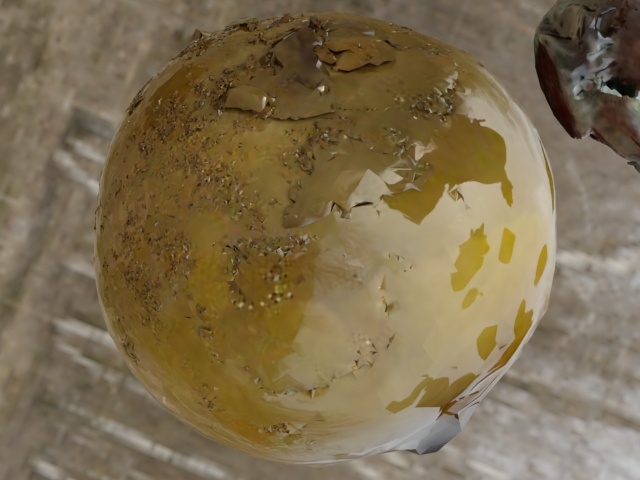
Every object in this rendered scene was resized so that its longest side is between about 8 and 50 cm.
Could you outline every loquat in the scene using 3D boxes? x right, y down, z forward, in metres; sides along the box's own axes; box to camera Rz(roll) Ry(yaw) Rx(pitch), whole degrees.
[{"bbox_3d":[0.000,0.000,0.834,0.235,0.235,0.235,-158,-90,-89],"label":"loquat"}]

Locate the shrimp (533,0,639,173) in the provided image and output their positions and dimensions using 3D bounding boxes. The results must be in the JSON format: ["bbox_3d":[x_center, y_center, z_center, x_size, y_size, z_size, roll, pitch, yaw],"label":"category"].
[{"bbox_3d":[0.248,-0.140,0.733,0.410,0.221,0.166,-25,-169,-18],"label":"shrimp"}]
